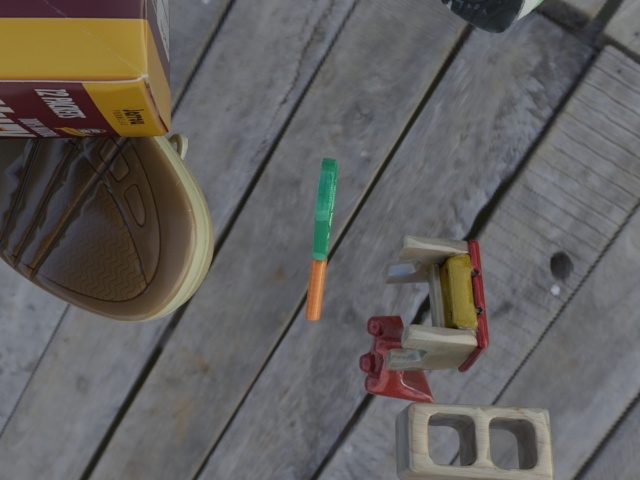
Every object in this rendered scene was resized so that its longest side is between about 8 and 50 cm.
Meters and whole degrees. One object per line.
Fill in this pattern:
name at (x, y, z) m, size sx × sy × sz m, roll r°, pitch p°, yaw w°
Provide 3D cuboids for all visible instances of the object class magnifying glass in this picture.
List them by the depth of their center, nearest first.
magnifying glass at (0.000, 0.000, 1.330) m, size 0.026 × 0.092 × 0.231 m, roll 6°, pitch 112°, yaw 4°

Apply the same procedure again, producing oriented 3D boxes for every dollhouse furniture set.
dollhouse furniture set at (0.125, 0.207, 0.840) m, size 0.152 × 0.201 × 0.374 m, roll 5°, pitch 62°, yaw -10°

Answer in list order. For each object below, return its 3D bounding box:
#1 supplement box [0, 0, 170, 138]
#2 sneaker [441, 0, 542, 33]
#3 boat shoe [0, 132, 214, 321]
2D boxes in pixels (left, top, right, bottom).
supplement box at (-0.156, -0.141, 0.368) m, size 0.191 × 0.129 × 0.194 m, roll -1°, pitch 88°, yaw -6°
sneaker at (0.156, -0.365, 0.978) m, size 0.410 × 0.182 × 0.158 m, roll 65°, pitch 149°, yaw 30°
boat shoe at (-0.142, -0.051, 0.534) m, size 0.285 × 0.089 × 0.105 m, roll 39°, pitch 99°, yaw 33°
